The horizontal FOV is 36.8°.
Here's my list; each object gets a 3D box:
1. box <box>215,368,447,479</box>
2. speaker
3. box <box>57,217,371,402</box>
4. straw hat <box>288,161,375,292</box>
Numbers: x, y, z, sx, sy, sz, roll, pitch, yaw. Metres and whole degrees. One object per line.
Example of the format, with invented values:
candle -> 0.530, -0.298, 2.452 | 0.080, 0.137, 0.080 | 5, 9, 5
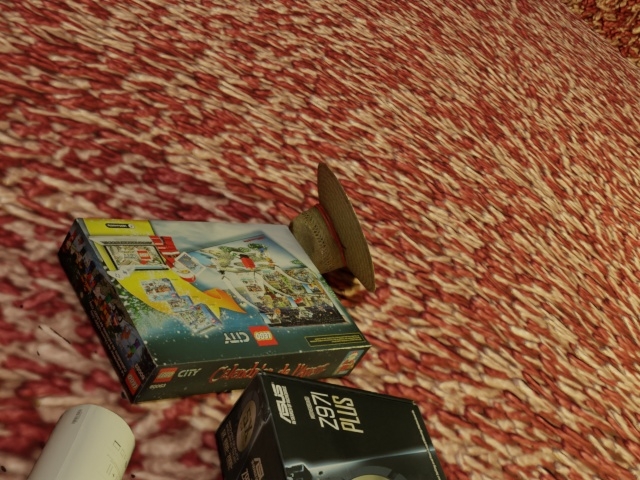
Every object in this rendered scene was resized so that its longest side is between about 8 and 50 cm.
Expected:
box -> 0.018, 0.194, 0.687 | 0.147, 0.077, 0.180 | 16, 35, -29
speaker -> -0.156, 0.163, 0.578 | 0.055, 0.055, 0.136 | 29, 30, -10
box -> -0.086, 0.052, 0.820 | 0.233, 0.044, 0.159 | 1, 43, -45
straw hat -> 0.000, 0.000, 0.955 | 0.061, 0.144, 0.144 | -23, 52, -8
